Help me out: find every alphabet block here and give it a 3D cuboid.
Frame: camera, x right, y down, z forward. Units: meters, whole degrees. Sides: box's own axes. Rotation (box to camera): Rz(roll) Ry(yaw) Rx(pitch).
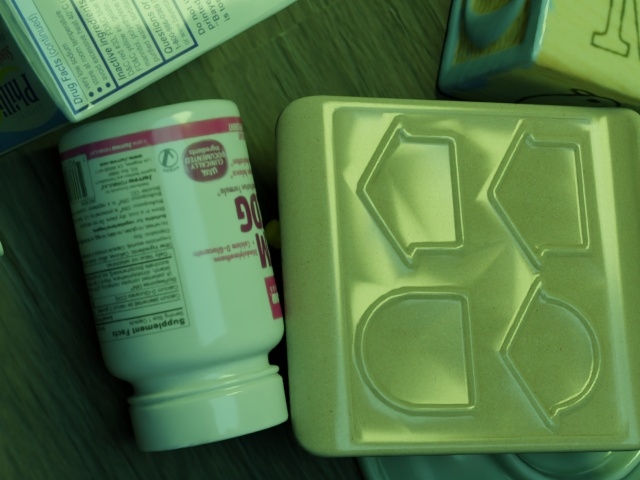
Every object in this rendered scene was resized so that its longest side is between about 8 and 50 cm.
[{"bbox_3d":[0.253,-0.217,1.914,0.197,0.192,0.193,16,80,-23],"label":"alphabet block"}]

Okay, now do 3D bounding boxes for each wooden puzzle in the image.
[{"bbox_3d":[0.133,0.035,1.793,0.348,0.080,0.322,0,76,-15],"label":"wooden puzzle"}]

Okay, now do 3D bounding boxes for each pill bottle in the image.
[{"bbox_3d":[-0.121,0.030,1.716,0.160,0.160,0.283,-12,91,-27],"label":"pill bottle"}]

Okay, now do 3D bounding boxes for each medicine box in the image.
[{"bbox_3d":[-0.171,-0.202,1.658,0.289,0.263,0.149,-32,98,-26],"label":"medicine box"}]

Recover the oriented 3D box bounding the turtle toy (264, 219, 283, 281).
[{"bbox_3d":[0.000,0.000,1.832,0.095,0.066,0.130,29,73,-21],"label":"turtle toy"}]

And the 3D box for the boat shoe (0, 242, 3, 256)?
[{"bbox_3d":[-0.392,-0.085,1.627,0.099,0.116,0.319,-44,100,-15],"label":"boat shoe"}]

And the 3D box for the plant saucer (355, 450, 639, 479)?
[{"bbox_3d":[0.217,0.137,1.908,0.400,0.100,0.400,3,84,-26],"label":"plant saucer"}]
